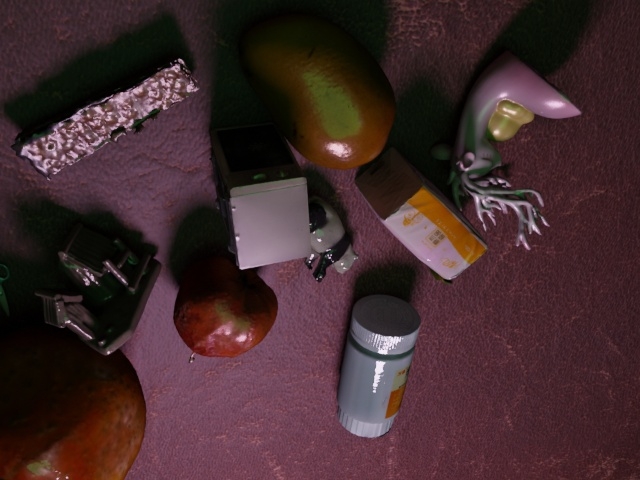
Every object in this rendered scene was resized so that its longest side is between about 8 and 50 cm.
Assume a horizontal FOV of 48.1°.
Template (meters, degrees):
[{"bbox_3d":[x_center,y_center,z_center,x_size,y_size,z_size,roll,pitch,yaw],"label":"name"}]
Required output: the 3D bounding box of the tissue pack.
[{"bbox_3d":[0.201,-0.053,1.448,0.124,0.185,0.225,-43,123,13],"label":"tissue pack"}]

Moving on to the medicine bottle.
[{"bbox_3d":[0.127,0.297,1.669,0.158,0.158,0.318,-1,122,-17],"label":"medicine bottle"}]

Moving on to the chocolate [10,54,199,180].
[{"bbox_3d":[-0.370,-0.220,1.242,0.329,0.065,0.102,-27,140,3],"label":"chocolate"}]

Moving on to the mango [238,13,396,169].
[{"bbox_3d":[0.000,-0.265,1.264,0.211,0.173,0.317,-42,112,12],"label":"mango"}]

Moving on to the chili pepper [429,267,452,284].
[{"bbox_3d":[0.281,0.043,1.600,0.073,0.072,0.204,14,133,4],"label":"chili pepper"}]

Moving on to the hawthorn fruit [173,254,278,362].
[{"bbox_3d":[-0.213,0.160,1.462,0.207,0.207,0.243,25,116,-29],"label":"hawthorn fruit"}]

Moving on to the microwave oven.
[{"bbox_3d":[-0.114,-0.082,1.297,0.145,0.240,0.194,-8,124,-13],"label":"microwave oven"}]

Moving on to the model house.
[{"bbox_3d":[-0.425,0.080,1.347,0.122,0.229,0.188,-15,131,34],"label":"model house"}]

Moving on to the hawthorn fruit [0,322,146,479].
[{"bbox_3d":[-0.536,0.372,1.374,0.402,0.403,0.403,-8,124,-12],"label":"hawthorn fruit"}]

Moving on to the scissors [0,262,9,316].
[{"bbox_3d":[-0.623,0.097,1.395,0.058,0.014,0.119,-11,121,-9],"label":"scissors"}]

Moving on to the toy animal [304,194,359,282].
[{"bbox_3d":[0.000,0.000,1.484,0.121,0.094,0.225,-39,124,-2],"label":"toy animal"}]

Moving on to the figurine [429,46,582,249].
[{"bbox_3d":[0.374,-0.166,1.428,0.284,0.206,0.316,34,112,-20],"label":"figurine"}]
